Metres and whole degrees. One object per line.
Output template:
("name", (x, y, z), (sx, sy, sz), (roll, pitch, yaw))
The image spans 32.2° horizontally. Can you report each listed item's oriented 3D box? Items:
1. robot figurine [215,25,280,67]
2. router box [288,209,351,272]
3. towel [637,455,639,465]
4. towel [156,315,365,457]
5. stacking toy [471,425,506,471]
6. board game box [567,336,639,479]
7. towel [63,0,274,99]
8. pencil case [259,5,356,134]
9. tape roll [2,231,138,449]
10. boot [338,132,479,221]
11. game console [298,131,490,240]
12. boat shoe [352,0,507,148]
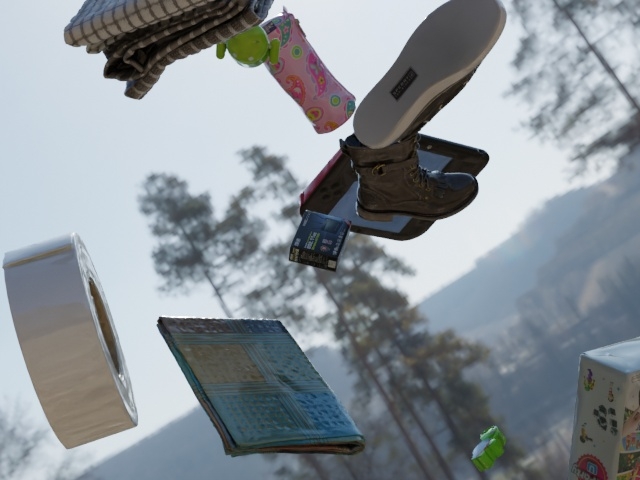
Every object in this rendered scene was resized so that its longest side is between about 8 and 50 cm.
("robot figurine", (-0.114, -0.310, 1.760), (0.101, 0.067, 0.115), (8, 1, 1))
("router box", (0.000, 0.000, 2.068), (0.122, 0.092, 0.038), (-69, -11, -51))
("towel", (0.429, 0.277, 1.348), (0.083, 0.060, 0.009), (-31, -38, 26))
("towel", (-0.109, 0.248, 1.934), (0.271, 0.370, 0.040), (6, -63, -33))
("stacking toy", (0.160, 0.315, 1.092), (0.221, 0.167, 0.052), (-47, 14, -26))
("board game box", (0.474, 0.302, 1.643), (0.224, 0.303, 0.097), (-9, 19, -36))
("towel", (-0.149, -0.313, 1.353), (0.235, 0.121, 0.283), (-17, 35, 29))
("pencil case", (-0.038, -0.369, 2.426), (0.124, 0.284, 0.124), (-32, 22, 15))
("tape roll", (-0.337, 0.133, 1.509), (0.100, 0.286, 0.286), (-17, -10, -6))
("boot", (0.169, -0.133, 2.041), (0.263, 0.091, 0.229), (-10, -35, -3))
("game console", (0.170, -0.133, 2.668), (0.386, 0.060, 0.342), (10, -40, -34))
("boat shoe", (0.131, -0.185, 1.241), (0.076, 0.080, 0.228), (-7, -36, -52))
